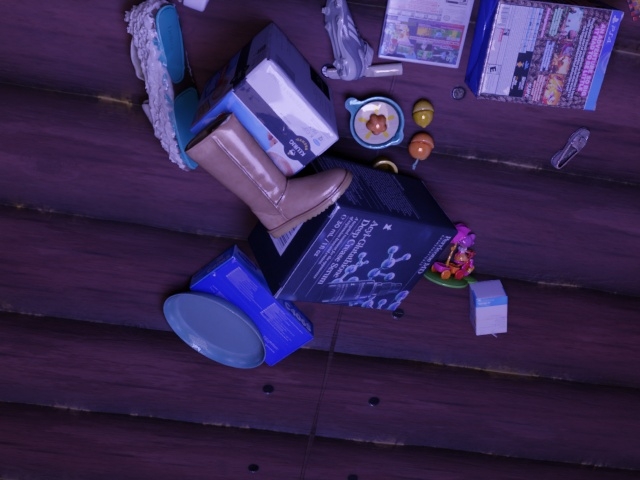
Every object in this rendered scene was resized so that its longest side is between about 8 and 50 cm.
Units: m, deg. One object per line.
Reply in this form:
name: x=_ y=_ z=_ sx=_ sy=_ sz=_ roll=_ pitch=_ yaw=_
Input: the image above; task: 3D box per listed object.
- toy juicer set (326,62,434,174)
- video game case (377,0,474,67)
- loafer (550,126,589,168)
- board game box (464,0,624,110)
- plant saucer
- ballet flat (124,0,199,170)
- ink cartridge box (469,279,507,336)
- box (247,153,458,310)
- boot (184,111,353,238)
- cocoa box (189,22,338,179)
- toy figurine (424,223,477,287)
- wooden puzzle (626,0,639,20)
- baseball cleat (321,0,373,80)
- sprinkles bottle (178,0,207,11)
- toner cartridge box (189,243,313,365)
toy juicer set: x=0.172 y=-0.308 z=1.790 sx=0.209 sy=0.089 sz=0.329 roll=-23 pitch=116 yaw=9
video game case: x=0.249 y=-0.513 z=1.723 sx=0.201 sy=0.023 sz=0.184 roll=6 pitch=117 yaw=-7
loafer: x=0.651 y=-0.235 z=1.878 sx=0.045 sy=0.039 sz=0.125 roll=33 pitch=112 yaw=-17
board game box: x=0.513 y=-0.448 z=1.701 sx=0.290 sy=0.141 sz=0.232 roll=5 pitch=118 yaw=-5
plant saucer: x=-0.287 y=0.241 z=2.016 sx=0.317 sy=0.044 sz=0.318 roll=17 pitch=141 yaw=15
ballet flat: x=-0.371 y=-0.369 z=1.730 sx=0.146 sy=0.147 sz=0.409 roll=-6 pitch=115 yaw=1
ink cartridge box: x=0.478 y=0.199 z=2.072 sx=0.089 sy=0.092 sz=0.143 roll=-6 pitch=118 yaw=1
box: x=0.077 y=-0.012 z=1.771 sx=0.395 sy=0.212 sz=0.294 roll=9 pitch=128 yaw=-38
boot: x=-0.102 y=-0.151 z=1.470 sx=0.236 sy=0.089 sz=0.269 roll=-35 pitch=114 yaw=17
cocoa box: x=-0.121 y=-0.298 z=1.636 sx=0.228 sy=0.347 sz=0.231 roll=-37 pitch=114 yaw=17
toy figurine: x=0.377 y=0.032 z=1.981 sx=0.173 sy=0.130 sz=0.159 roll=4 pitch=110 yaw=-29
wooden puzzle: x=0.756 y=-0.567 z=1.726 sx=0.049 sy=0.006 sz=0.083 roll=-26 pitch=116 yaw=11
baseball cleat: x=0.067 y=-0.482 z=1.713 sx=0.109 sy=0.072 sz=0.206 roll=-16 pitch=105 yaw=-37
sprinkles bottle: x=-0.404 y=-0.619 z=1.580 sx=0.355 sy=0.121 sz=0.121 roll=18 pitch=116 yaw=-12
toner cartridge box: x=-0.188 y=0.187 z=2.045 sx=0.165 sy=0.075 sz=0.348 roll=-35 pitch=114 yaw=15
